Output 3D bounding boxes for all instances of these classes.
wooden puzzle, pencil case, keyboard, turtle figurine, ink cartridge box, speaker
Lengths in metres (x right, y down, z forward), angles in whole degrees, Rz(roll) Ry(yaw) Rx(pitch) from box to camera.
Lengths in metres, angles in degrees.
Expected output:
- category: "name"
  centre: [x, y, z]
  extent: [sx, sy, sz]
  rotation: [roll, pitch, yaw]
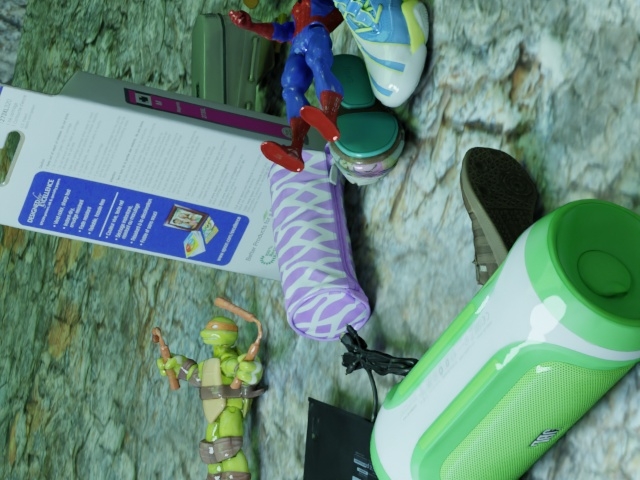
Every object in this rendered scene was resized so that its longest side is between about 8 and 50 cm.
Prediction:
- category: "wooden puzzle"
  centre: [-0.065, -0.218, 2.228]
  extent: [0.116, 0.014, 0.078]
  rotation: [152, 129, -63]
- category: "pencil case"
  centre: [0.000, 0.000, 1.885]
  extent: [0.088, 0.086, 0.206]
  rotation: [-31, 48, 27]
- category: "keyboard"
  centre: [0.055, 0.186, 1.732]
  extent: [0.317, 0.033, 0.201]
  rotation: [-168, 82, -67]
- category: "turtle figurine"
  centre: [-0.112, 0.175, 2.074]
  extent: [0.269, 0.087, 0.217]
  rotation: [-9, 80, 58]
- category: "ink cartridge box"
  centre: [-0.179, -0.070, 1.962]
  extent: [0.069, 0.371, 0.176]
  rotation: [-106, 34, -47]
- category: "speaker"
  centre: [0.146, 0.096, 1.413]
  extent: [0.296, 0.131, 0.131]
  rotation: [125, 147, -47]

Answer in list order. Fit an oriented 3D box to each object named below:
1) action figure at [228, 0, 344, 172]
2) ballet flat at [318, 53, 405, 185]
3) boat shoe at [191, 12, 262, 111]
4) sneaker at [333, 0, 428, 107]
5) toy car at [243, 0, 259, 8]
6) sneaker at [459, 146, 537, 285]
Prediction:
- category: "action figure"
  centre: [-0.036, -0.206, 1.865]
  extent: [0.091, 0.139, 0.280]
  rotation: [-38, 26, 31]
- category: "ballet flat"
  centre: [0.037, -0.104, 1.862]
  extent: [0.221, 0.077, 0.079]
  rotation: [-106, 14, -57]
- category: "boat shoe"
  centre: [-0.100, -0.126, 2.176]
  extent: [0.096, 0.088, 0.267]
  rotation: [164, 104, -73]
- category: "sneaker"
  centre: [0.031, -0.239, 1.844]
  extent: [0.091, 0.126, 0.240]
  rotation: [128, 145, -50]
- category: "toy car"
  centre: [-0.111, -0.379, 2.237]
  extent: [0.238, 0.219, 0.210]
  rotation: [42, 124, 31]
- category: "sneaker"
  centre: [0.142, 0.003, 1.543]
  extent: [0.188, 0.066, 0.071]
  rotation: [-103, 30, -45]
